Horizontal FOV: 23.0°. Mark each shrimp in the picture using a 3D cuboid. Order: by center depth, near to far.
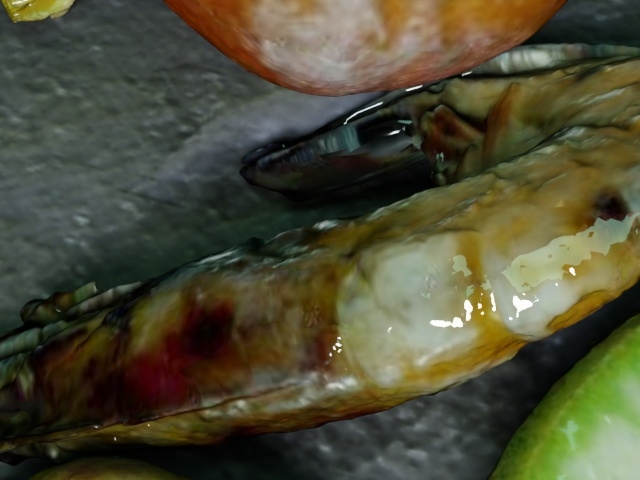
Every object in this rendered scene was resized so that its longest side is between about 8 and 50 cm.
[{"bbox_3d":[0.000,0.000,0.647,0.365,0.071,0.233,-18,25,21],"label":"shrimp"}]

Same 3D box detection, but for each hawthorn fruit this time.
[{"bbox_3d":[0.012,-0.174,0.691,0.235,0.263,0.231,-25,84,-15],"label":"hawthorn fruit"}]

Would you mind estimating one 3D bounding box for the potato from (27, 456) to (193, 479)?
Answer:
[{"bbox_3d":[-0.087,0.249,0.515,0.195,0.176,0.369,12,65,-27],"label":"potato"}]

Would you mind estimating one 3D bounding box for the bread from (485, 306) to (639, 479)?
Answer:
[{"bbox_3d":[0.213,0.183,0.571,0.366,0.129,0.382,2,63,-5],"label":"bread"}]

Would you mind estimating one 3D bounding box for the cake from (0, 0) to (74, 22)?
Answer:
[{"bbox_3d":[-0.141,-0.203,0.773,0.116,0.079,0.185,-20,62,-9],"label":"cake"}]
